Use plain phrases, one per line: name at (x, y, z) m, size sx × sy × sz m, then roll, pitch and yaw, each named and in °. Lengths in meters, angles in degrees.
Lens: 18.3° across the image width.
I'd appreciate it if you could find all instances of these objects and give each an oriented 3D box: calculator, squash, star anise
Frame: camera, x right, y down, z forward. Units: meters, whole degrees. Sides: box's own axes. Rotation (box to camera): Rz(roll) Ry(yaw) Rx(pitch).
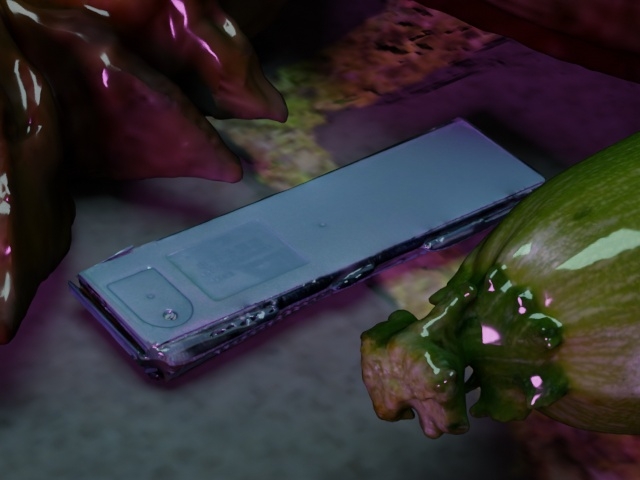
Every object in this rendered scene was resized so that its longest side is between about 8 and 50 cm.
calculator at (0.000, 0.000, 0.682) m, size 0.172 × 0.018 × 0.057 m, roll -25°, pitch 48°, yaw -30°
squash at (0.173, -0.013, 0.648) m, size 0.378 × 0.101 × 0.101 m, roll -21°, pitch 45°, yaw -32°
star anise at (-0.137, -0.079, 0.702) m, size 0.349 × 0.109 × 0.292 m, roll -24°, pitch 42°, yaw -28°

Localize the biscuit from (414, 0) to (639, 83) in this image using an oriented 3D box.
biscuit at (0.108, -0.204, 0.826) m, size 0.407 × 0.091 × 0.407 m, roll 13°, pitch 41°, yaw -12°
